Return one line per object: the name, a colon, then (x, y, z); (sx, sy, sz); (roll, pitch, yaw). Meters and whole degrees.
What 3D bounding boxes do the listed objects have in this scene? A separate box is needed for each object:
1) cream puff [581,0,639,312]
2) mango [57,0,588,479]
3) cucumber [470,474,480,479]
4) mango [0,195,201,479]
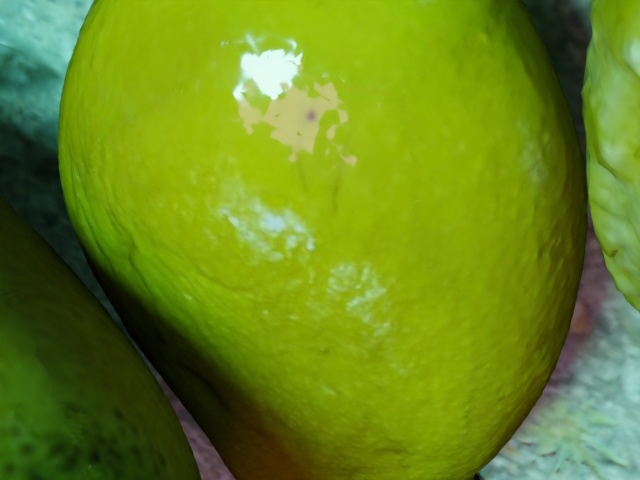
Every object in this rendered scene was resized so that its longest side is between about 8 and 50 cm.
cream puff: (0.234, -0.020, 0.380); (0.343, 0.231, 0.327); (0, 122, 34)
mango: (0.000, 0.000, 0.586); (0.176, 0.119, 0.317); (11, 138, 14)
cucumber: (0.014, 0.127, 0.745); (0.034, 0.033, 0.135); (17, 145, -36)
mango: (-0.181, 0.065, 0.610); (0.378, 0.221, 0.264); (18, 145, 44)
